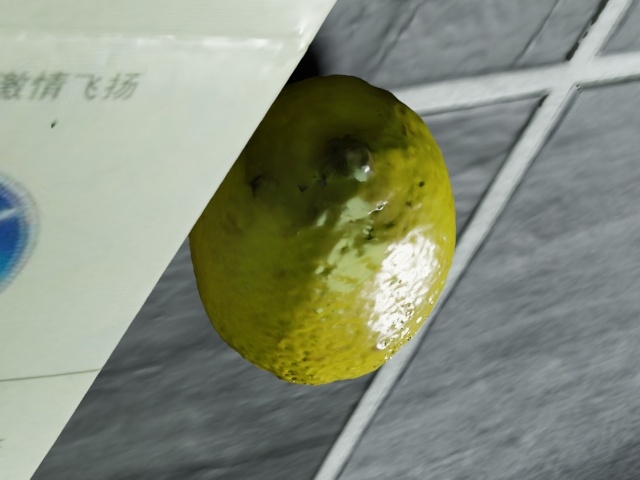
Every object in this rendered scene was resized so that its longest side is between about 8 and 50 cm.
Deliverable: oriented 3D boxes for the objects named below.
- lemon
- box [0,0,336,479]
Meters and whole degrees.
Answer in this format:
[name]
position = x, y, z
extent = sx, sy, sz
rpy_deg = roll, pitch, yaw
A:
[lemon]
position = 0.000, 0.000, 0.489
extent = 0.082, 0.082, 0.111
rpy_deg = -18, 143, -24
[box]
position = -0.118, -0.007, 0.374
extent = 0.164, 0.069, 0.256
rpy_deg = -5, 143, -41
